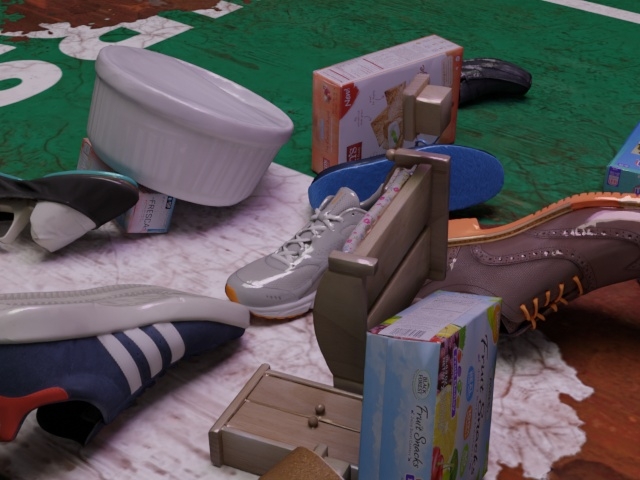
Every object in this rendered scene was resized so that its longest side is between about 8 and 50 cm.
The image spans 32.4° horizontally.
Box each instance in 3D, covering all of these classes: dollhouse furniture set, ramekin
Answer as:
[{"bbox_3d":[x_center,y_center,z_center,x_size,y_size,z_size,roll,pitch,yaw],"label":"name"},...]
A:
[{"bbox_3d":[-0.016,0.065,0.975,0.173,0.356,0.303,12,34,21],"label":"dollhouse furniture set"},{"bbox_3d":[-0.181,-0.147,1.457,0.272,0.127,0.273,21,16,-7],"label":"ramekin"}]

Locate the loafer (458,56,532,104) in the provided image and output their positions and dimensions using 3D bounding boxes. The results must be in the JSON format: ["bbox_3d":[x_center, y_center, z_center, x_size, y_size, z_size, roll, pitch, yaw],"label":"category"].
[{"bbox_3d":[0.229,-0.251,1.771,0.223,0.076,0.078,5,68,-5],"label":"loafer"}]

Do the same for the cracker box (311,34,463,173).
[{"bbox_3d":[0.096,-0.188,1.575,0.232,0.156,0.067,-22,39,-31],"label":"cracker box"}]

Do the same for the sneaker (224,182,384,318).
[{"bbox_3d":[0.000,0.000,1.303,0.262,0.121,0.099,-21,37,-31],"label":"sneaker"}]

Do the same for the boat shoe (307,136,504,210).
[{"bbox_3d":[0.111,-0.090,1.466,0.258,0.109,0.089,-1,11,-4],"label":"boat shoe"}]

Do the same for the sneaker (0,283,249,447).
[{"bbox_3d":[-0.210,0.126,1.117,0.131,0.148,0.350,6,4,40],"label":"sneaker"}]

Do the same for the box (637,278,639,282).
[{"bbox_3d":[0.446,0.069,1.215,0.094,0.113,0.275,-3,31,-5],"label":"box"}]

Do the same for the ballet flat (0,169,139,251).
[{"bbox_3d":[-0.357,-0.036,1.386,0.280,0.095,0.096,3,67,24],"label":"ballet flat"}]

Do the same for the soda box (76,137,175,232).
[{"bbox_3d":[-0.261,-0.075,1.465,0.063,0.058,0.183,0,28,-35],"label":"soda box"}]

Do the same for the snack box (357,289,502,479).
[{"bbox_3d":[0.098,0.146,0.959,0.070,0.175,0.207,7,10,20],"label":"snack box"}]

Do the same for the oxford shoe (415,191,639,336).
[{"bbox_3d":[0.249,0.043,1.208,0.363,0.130,0.133,-11,50,24],"label":"oxford shoe"}]

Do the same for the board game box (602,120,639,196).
[{"bbox_3d":[0.509,-0.110,1.562,0.160,0.047,0.210,18,35,24],"label":"board game box"}]

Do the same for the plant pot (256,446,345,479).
[{"bbox_3d":[-0.060,0.305,0.742,0.254,0.237,0.237,-28,40,-18],"label":"plant pot"}]
